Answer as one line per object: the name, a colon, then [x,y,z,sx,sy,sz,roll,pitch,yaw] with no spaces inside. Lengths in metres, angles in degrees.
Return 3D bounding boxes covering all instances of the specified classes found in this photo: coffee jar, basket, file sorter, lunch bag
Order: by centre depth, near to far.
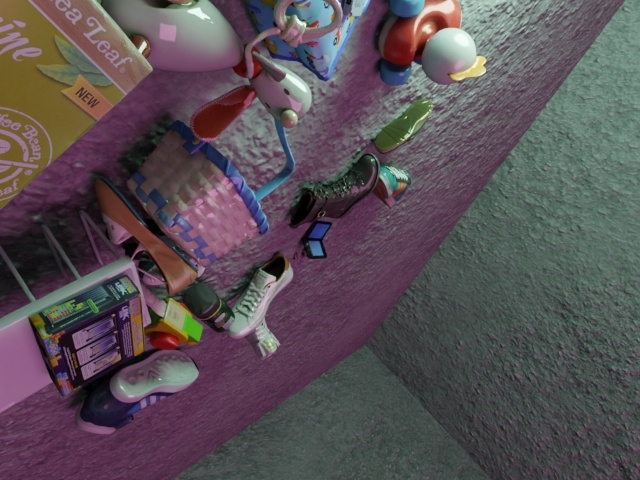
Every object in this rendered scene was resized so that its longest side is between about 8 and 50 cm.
lunch bag: [0.017,-0.446,0.693,0.293,0.138,0.221,-55,159,-8]
file sorter: [-0.454,0.102,0.721,0.278,0.173,0.193,-32,153,-31]
basket: [-0.170,-0.115,0.799,0.289,0.201,0.255,-39,155,-14]
coffee jar: [-0.303,0.185,1.232,0.079,0.096,0.184,-43,157,-14]

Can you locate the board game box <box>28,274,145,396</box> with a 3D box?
board game box: [-0.349,0.147,0.693,0.141,0.048,0.170,-30,151,-39]

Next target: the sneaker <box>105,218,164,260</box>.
sneaker: [-0.358,0.007,0.875,0.089,0.051,0.170,-53,168,19]

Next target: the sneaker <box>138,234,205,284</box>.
sneaker: [-0.292,0.052,0.929,0.235,0.094,0.153,-74,-178,-55]

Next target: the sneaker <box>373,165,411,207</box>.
sneaker: [0.231,-0.202,1.487,0.121,0.108,0.302,-47,166,3]

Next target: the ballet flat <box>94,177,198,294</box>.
ballet flat: [-0.306,0.000,0.755,0.073,0.232,0.080,-47,-164,-18]

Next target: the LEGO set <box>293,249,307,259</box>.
LEGO set: [-0.055,0.049,1.521,0.083,0.023,0.054,-32,154,-30]

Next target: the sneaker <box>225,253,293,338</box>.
sneaker: [-0.195,0.155,1.353,0.290,0.106,0.123,-54,157,-27]

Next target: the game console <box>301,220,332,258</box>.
game console: [0.000,0.000,1.475,0.071,0.107,0.122,-23,168,27]

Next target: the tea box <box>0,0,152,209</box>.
tea box: [-0.376,-0.173,0.315,0.323,0.220,0.329,-45,157,-3]

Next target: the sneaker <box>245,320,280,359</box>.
sneaker: [-0.196,0.294,1.514,0.108,0.169,0.292,-32,153,-25]

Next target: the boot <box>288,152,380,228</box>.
boot: [0.041,-0.136,1.279,0.229,0.091,0.263,-12,143,-54]

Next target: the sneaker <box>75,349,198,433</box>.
sneaker: [-0.523,0.433,1.269,0.236,0.130,0.323,-40,164,15]

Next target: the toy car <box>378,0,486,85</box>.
toy car: [0.271,-0.425,0.980,0.210,0.238,0.219,-37,157,-19]

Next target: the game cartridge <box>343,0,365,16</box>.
game cartridge: [0.058,-0.385,0.681,0.056,0.017,0.083,-38,147,-53]

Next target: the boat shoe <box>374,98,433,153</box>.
boat shoe: [0.251,-0.324,1.330,0.223,0.080,0.073,-45,153,-12]

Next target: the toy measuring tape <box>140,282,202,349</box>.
toy measuring tape: [-0.399,0.175,1.068,0.121,0.121,0.330,-41,141,-9]

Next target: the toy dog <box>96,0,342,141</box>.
toy dog: [-0.134,-0.222,0.569,0.334,0.161,0.220,7,150,-27]
